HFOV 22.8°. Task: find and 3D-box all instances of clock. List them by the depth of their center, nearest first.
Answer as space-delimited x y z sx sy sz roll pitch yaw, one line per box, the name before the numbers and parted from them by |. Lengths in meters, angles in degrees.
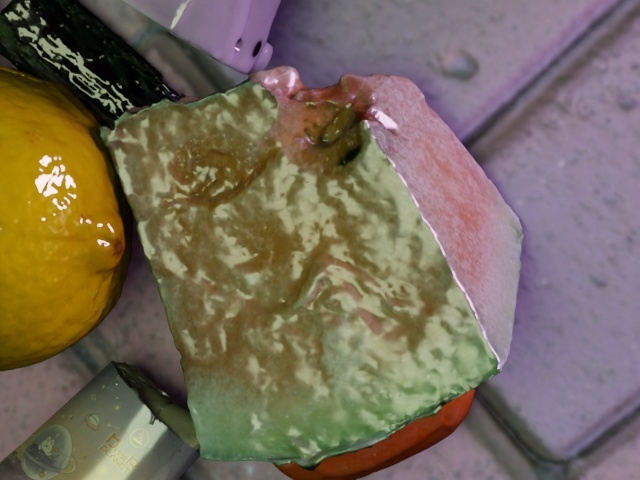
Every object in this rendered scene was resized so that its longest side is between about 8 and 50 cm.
clock | -0.067 -0.273 1.191 0.189 0.189 0.254 30 98 11

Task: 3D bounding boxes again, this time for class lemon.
lemon | -0.282 -0.018 1.243 0.284 0.260 0.260 -17 93 26

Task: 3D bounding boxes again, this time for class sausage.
sausage | 0.042 0.139 1.257 0.179 0.089 0.089 -29 89 9

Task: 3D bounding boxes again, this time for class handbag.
handbag | -0.173 0.179 1.301 0.173 0.095 0.117 -44 70 -1

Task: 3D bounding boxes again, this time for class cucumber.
cucumber | -0.172 -0.117 1.293 0.211 0.062 0.078 44 107 6

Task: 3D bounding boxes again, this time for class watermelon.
watermelon | 0.007 0.005 1.215 0.264 0.151 0.302 -20 88 19
